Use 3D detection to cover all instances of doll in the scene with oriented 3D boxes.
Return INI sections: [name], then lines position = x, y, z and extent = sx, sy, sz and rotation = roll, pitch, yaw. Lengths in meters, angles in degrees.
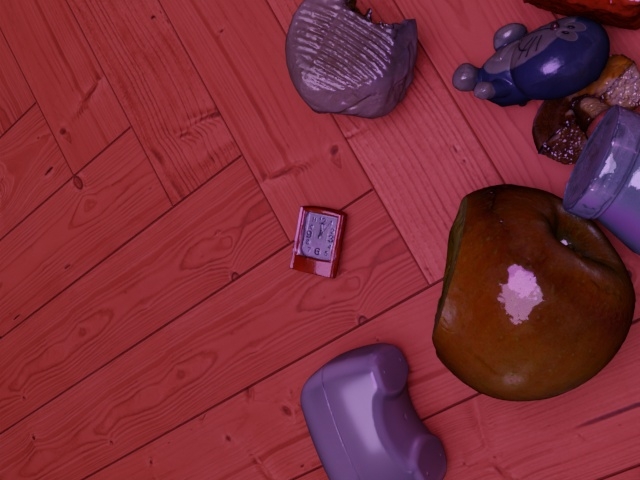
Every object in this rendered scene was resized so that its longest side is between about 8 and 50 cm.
[doll]
position = 0.393, -0.325, 1.246
extent = 0.154, 0.228, 0.258
rotation = 54, 160, -12

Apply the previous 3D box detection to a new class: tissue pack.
[tissue pack]
position = 0.098, 0.404, 1.458
extent = 0.236, 0.229, 0.332
rotation = -26, 84, 24

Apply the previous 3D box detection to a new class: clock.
[clock]
position = 0.000, 0.000, 1.564
extent = 0.113, 0.061, 0.155
rotation = 13, 97, 24

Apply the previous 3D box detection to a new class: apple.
[apple]
position = 0.359, 0.099, 1.250
extent = 0.374, 0.374, 0.384
rotation = -45, 58, 22

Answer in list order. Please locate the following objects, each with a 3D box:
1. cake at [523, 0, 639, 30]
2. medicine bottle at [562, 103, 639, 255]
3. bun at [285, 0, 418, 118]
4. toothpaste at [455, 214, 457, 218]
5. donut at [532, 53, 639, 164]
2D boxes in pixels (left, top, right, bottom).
[cake]
position = 0.494, -0.541, 1.153
extent = 0.270, 0.269, 0.319
rotation = 29, 107, 22
[medicine bottle]
position = 0.582, -0.084, 1.134
extent = 0.290, 0.245, 0.244
rotation = 23, 105, 7
[bun]
position = 0.065, -0.375, 1.419
extent = 0.282, 0.205, 0.281
rotation = -1, 86, 14
[toothpaste]
position = 0.385, -0.007, 1.389
extent = 0.234, 0.038, 0.060
rotation = 23, 109, 19
[donut]
position = 0.493, -0.243, 1.261
extent = 0.085, 0.141, 0.217
rotation = 34, 118, -22
